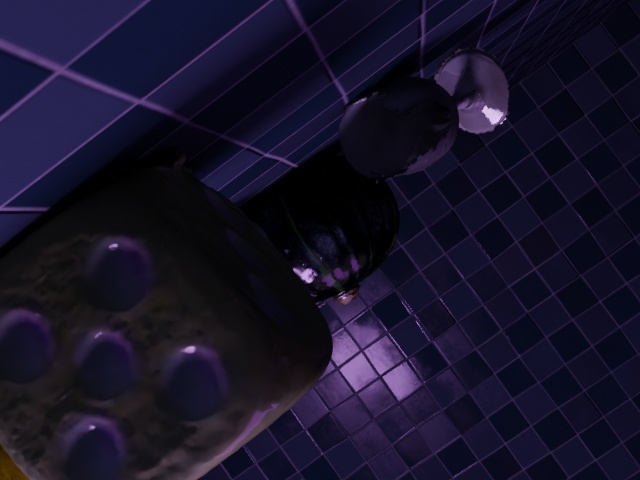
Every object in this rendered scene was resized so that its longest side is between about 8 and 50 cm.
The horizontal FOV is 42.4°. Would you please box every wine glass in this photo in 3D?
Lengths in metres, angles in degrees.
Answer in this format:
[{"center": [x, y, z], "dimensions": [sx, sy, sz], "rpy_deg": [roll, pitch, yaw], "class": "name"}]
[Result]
[{"center": [0.159, -0.185, 1.217], "dimensions": [0.143, 0.143, 0.321], "rpy_deg": [-38, 177, 43], "class": "wine glass"}]

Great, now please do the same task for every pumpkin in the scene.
[{"center": [0.000, 0.000, 1.448], "dimensions": [0.315, 0.239, 0.315], "rpy_deg": [-31, 179, -1], "class": "pumpkin"}]

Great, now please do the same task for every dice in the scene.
[{"center": [-0.152, 0.088, 0.779], "dimensions": [0.254, 0.250, 0.252], "rpy_deg": [-36, 178, 10], "class": "dice"}]

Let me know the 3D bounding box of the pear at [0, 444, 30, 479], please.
[{"center": [-0.441, 0.380, 1.566], "dimensions": [0.352, 0.352, 0.413], "rpy_deg": [-34, 167, -33], "class": "pear"}]
